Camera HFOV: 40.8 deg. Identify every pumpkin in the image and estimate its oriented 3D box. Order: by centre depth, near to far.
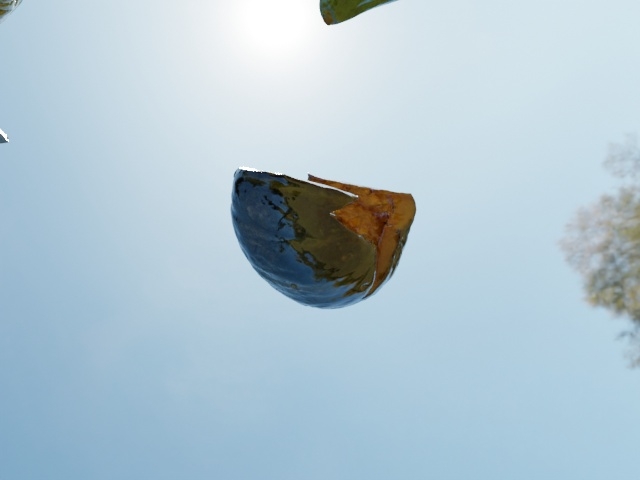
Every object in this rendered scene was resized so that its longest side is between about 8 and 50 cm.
[{"bbox_3d":[0.000,0.000,0.684,0.183,0.119,0.107,4,-76,-60],"label":"pumpkin"}]

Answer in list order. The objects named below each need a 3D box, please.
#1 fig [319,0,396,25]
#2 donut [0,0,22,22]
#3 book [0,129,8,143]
[{"bbox_3d":[0.089,-0.359,0.980,0.167,0.234,0.167,49,-155,-33],"label":"fig"},{"bbox_3d":[-0.677,-0.537,1.511,0.360,0.170,0.360,51,-179,-1],"label":"donut"},{"bbox_3d":[-0.567,-0.183,1.266,0.198,0.139,0.016,72,-169,-69],"label":"book"}]
